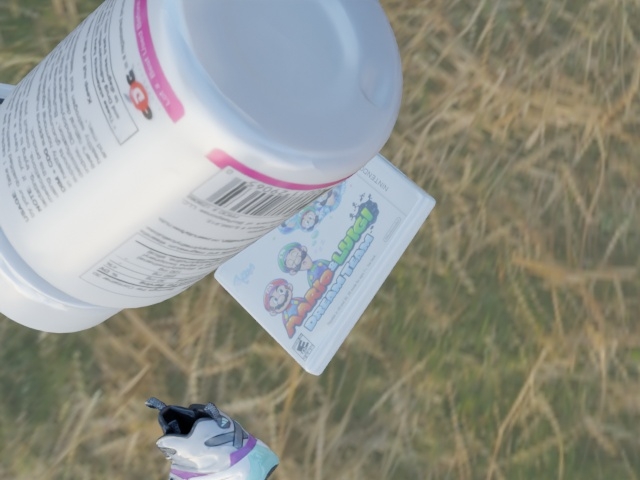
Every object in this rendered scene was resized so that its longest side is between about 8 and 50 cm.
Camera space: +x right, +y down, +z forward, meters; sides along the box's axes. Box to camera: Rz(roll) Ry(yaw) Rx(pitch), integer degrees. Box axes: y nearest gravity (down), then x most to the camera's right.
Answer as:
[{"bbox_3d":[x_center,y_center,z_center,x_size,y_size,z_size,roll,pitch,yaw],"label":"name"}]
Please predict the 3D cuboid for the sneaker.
[{"bbox_3d":[-0.070,0.111,1.013,0.069,0.038,0.098,47,133,-4],"label":"sneaker"}]

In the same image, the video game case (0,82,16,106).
[{"bbox_3d":[-0.321,-0.044,1.712,0.026,0.227,0.206,-12,81,30],"label":"video game case"}]

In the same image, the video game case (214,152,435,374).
[{"bbox_3d":[0.000,0.000,1.461,0.157,0.019,0.143,-56,45,9],"label":"video game case"}]

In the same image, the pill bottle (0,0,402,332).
[{"bbox_3d":[-0.096,-0.057,1.135,0.160,0.160,0.283,53,136,-4],"label":"pill bottle"}]
